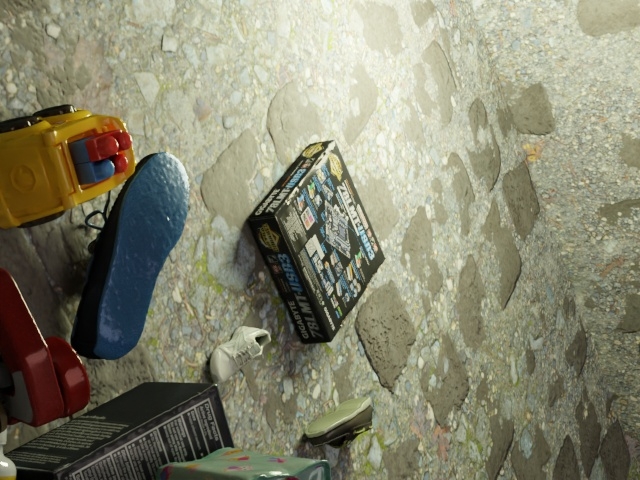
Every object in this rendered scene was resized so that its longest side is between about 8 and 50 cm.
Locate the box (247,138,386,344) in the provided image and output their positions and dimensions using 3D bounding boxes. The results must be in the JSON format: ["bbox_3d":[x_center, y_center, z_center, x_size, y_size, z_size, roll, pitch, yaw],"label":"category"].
[{"bbox_3d":[0.000,0.000,2.383,0.293,0.073,0.295,-56,130,-48],"label":"box"}]

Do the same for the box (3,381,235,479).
[{"bbox_3d":[-0.262,0.388,1.713,0.294,0.183,0.296,-24,104,-43],"label":"box"}]

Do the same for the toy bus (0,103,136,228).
[{"bbox_3d":[-0.336,-0.118,1.716,0.220,0.211,0.149,-34,112,-58],"label":"toy bus"}]

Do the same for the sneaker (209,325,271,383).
[{"bbox_3d":[-0.140,0.194,2.124,0.152,0.061,0.053,-50,128,-49],"label":"sneaker"}]

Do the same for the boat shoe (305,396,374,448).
[{"bbox_3d":[0.044,0.364,2.376,0.228,0.081,0.068,-20,97,-61],"label":"boat shoe"}]

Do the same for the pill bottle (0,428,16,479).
[{"bbox_3d":[-0.440,0.330,1.554,0.103,0.103,0.184,14,74,-57],"label":"pill bottle"}]

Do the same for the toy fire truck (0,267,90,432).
[{"bbox_3d":[-0.418,0.110,1.466,0.169,0.302,0.254,-25,110,-36],"label":"toy fire truck"}]

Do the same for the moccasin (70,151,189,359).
[{"bbox_3d":[-0.305,0.015,1.842,0.138,0.117,0.342,41,55,-33],"label":"moccasin"}]

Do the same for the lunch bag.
[{"bbox_3d":[-0.094,0.416,1.595,0.160,0.223,0.262,-6,92,-41],"label":"lunch bag"}]
